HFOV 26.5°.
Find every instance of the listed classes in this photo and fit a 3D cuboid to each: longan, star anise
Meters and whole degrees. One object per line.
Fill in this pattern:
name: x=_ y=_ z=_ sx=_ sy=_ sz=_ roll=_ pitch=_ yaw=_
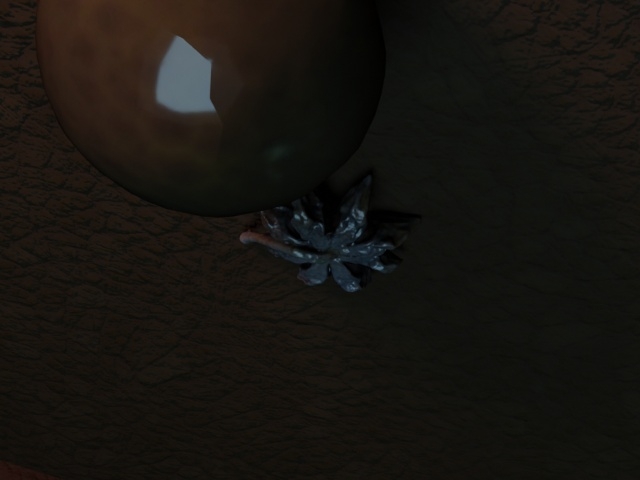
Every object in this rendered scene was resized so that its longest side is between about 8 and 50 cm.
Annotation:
longan: x=-0.116 y=-0.210 z=1.360 sx=0.404 sy=0.336 sz=0.404 roll=37 pitch=149 yaw=27
star anise: x=0.000 y=0.000 z=1.763 sx=0.262 sy=0.081 sz=0.230 roll=-6 pitch=146 yaw=26
